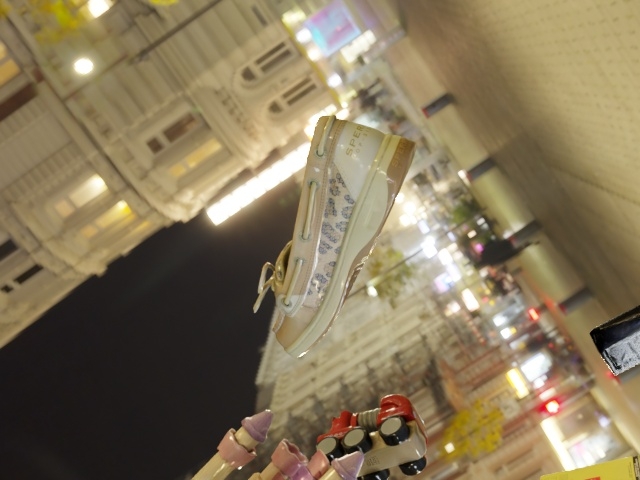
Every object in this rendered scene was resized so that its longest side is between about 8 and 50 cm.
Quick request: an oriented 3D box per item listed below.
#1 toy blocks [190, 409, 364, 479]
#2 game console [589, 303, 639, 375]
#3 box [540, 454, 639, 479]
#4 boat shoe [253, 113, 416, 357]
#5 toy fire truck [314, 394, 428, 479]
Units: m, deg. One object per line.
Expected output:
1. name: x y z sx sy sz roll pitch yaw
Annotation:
1. toy blocks: -0.014 0.456 1.585 0.309 0.260 0.288 43 180 -35
2. game console: 0.691 0.233 1.821 0.361 0.213 0.044 48 -162 -40
3. box: 0.534 0.461 1.727 0.087 0.232 0.058 20 -122 -33
4. boat shoe: 0.000 0.000 0.850 0.089 0.285 0.105 25 -139 0
5. toy fire truck: 0.114 0.390 1.889 0.159 0.217 0.246 59 -161 -27
